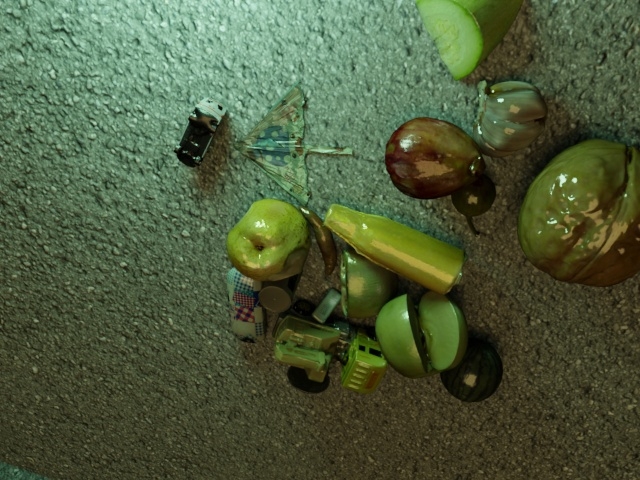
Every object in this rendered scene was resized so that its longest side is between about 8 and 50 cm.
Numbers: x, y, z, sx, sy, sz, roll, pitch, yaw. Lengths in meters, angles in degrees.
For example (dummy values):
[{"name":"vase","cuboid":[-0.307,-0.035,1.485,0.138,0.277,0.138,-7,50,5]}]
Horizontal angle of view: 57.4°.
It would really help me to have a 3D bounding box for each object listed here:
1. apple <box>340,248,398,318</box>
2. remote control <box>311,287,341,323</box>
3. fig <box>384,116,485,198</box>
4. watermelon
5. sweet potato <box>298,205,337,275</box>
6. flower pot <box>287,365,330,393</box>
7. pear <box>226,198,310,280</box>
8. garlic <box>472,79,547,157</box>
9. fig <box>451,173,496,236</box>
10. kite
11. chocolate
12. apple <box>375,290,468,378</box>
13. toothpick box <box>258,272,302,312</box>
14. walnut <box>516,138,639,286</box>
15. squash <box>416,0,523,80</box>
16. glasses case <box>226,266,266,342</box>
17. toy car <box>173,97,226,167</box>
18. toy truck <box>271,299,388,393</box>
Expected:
[{"name":"apple","cuboid":[0.161,0.160,1.901,0.194,0.120,0.264,-1,124,-1]},{"name":"remote control","cuboid":[0.023,0.219,1.966,0.053,0.124,0.018,38,158,-1]},{"name":"fig","cuboid":[0.305,-0.216,1.584,0.263,0.224,0.223,7,122,3]},{"name":"watermelon","cuboid":[0.499,0.432,1.945,0.212,0.212,0.212,5,122,8]},{"name":"sweet potato","cuboid":[0.008,-0.003,1.864,0.078,0.058,0.255,-6,118,36]},{"name":"flower pot","cuboid":[-0.033,0.467,2.134,0.158,0.106,0.157,7,124,11]},{"name":"pear","cuboid":[-0.162,0.001,1.778,0.272,0.271,0.271,5,122,8]},{"name":"garlic","cuboid":[0.489,-0.302,1.518,0.191,0.160,0.213,12,120,10]},{"name":"fig","cuboid":[0.446,-0.095,1.705,0.124,0.124,0.236,-2,144,13]},{"name":"kite","cuboid":[-0.085,-0.276,1.738,0.369,0.014,0.405,4,122,10]},{"name":"chocolate","cuboid":[0.219,0.012,1.791,0.446,0.162,0.162,25,123,1]},{"name":"apple","cuboid":[0.321,0.296,1.842,0.292,0.253,0.292,-9,158,-4]},{"name":"toothpick box","cuboid":[-0.128,0.137,1.905,0.111,0.180,0.111,6,124,9]},{"name":"walnut","cuboid":[0.712,-0.064,1.531,0.354,0.308,0.397,29,117,8]},{"name":"squash","cuboid":[0.392,-0.560,1.463,0.204,0.155,0.236,1,132,56]},{"name":"glasses case","cuboid":[-0.256,0.228,2.049,0.125,0.076,0.327,5,123,7]},{"name":"toy car","cuboid":[-0.352,-0.316,1.718,0.090,0.108,0.209,28,127,-9]},{"name":"toy truck","cuboid":[0.033,0.373,1.983,0.406,0.254,0.180,20,119,-5]}]
